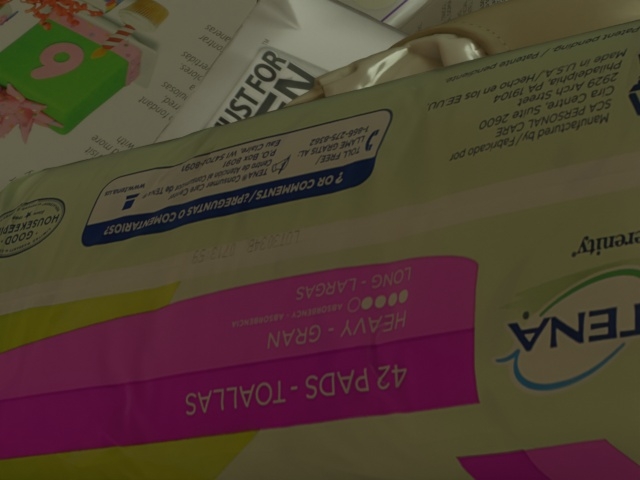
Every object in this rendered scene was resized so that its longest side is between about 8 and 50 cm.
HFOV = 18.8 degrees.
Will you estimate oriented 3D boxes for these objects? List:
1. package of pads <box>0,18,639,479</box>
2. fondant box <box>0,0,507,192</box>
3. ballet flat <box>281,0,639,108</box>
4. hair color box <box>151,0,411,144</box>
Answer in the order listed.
[{"bbox_3d":[0.074,0.068,0.489,0.229,0.101,0.296,-12,-34,41],"label":"package of pads"},{"bbox_3d":[-0.077,-0.108,1.000,0.238,0.330,0.096,33,-34,25],"label":"fondant box"},{"bbox_3d":[0.000,0.000,0.582,0.086,0.248,0.086,39,25,-22],"label":"ballet flat"},{"bbox_3d":[0.104,0.054,0.760,0.374,0.113,0.185,26,38,3],"label":"hair color box"}]
